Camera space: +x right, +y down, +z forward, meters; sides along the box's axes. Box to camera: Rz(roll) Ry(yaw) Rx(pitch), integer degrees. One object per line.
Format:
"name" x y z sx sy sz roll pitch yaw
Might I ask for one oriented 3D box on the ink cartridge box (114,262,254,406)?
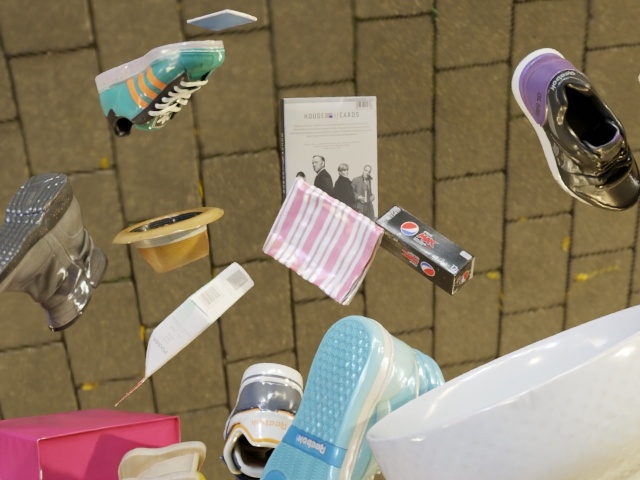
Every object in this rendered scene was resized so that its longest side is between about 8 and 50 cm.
"ink cartridge box" -0.219 0.139 1.475 0.224 0.181 0.056 -38 92 22

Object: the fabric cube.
"fabric cube" -0.396 0.420 1.588 0.254 0.258 0.259 0 86 -42

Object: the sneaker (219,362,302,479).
"sneaker" -0.087 0.310 1.439 0.126 0.127 0.321 5 145 0

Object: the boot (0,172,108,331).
"boot" -0.459 0.072 1.547 0.118 0.338 0.223 8 134 28

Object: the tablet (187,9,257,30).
"tablet" -0.130 -0.289 1.275 0.054 0.083 0.006 4 86 -46

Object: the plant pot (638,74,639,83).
"plant pot" 0.552 -0.118 1.266 0.212 0.212 0.187 -12 124 17

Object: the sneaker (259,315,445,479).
"sneaker" 0.056 0.266 1.188 0.208 0.127 0.319 24 91 -42

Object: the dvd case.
"dvd case" 0.018 -0.139 1.752 0.179 0.029 0.239 -4 98 -19

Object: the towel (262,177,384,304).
"towel" 0.000 0.000 1.593 0.029 0.197 0.144 3 116 -59

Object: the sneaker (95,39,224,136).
"sneaker" -0.262 -0.254 1.637 0.108 0.302 0.121 -16 93 -46

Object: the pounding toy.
"pounding toy" -0.182 0.384 1.128 0.154 0.155 0.269 11 109 -5

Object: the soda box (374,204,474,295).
"soda box" 0.167 0.014 1.571 0.053 0.169 0.060 -40 150 -25

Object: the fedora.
"fedora" -0.238 0.003 1.564 0.194 0.194 0.079 -16 100 -5

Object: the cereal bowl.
"cereal bowl" 0.221 0.187 0.958 0.339 0.339 0.141 -23 85 0

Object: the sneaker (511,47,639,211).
"sneaker" 0.360 -0.121 1.290 0.107 0.124 0.283 -42 120 6
